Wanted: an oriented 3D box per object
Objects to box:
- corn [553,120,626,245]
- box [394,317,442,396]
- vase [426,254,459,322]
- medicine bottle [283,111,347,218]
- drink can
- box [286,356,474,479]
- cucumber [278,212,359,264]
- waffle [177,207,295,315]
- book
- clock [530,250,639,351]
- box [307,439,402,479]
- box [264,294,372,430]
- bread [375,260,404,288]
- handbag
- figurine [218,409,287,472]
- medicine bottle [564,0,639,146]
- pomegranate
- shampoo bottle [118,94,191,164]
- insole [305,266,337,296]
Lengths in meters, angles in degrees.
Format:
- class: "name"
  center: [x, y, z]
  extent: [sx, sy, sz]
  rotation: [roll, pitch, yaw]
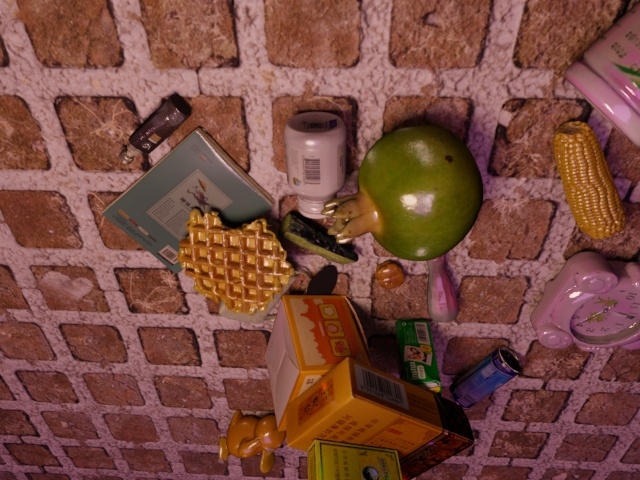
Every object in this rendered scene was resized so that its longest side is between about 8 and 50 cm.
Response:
- class: "corn"
  center: [0.596, -0.126, 1.048]
  extent: [0.106, 0.106, 0.305]
  rotation: [-26, 119, 21]
- class: "box"
  center: [0.276, 0.364, 1.343]
  extent: [0.102, 0.250, 0.180]
  rotation: [-4, 128, 5]
- class: "vase"
  center: [0.320, 0.116, 1.265]
  extent: [0.086, 0.086, 0.214]
  rotation: [-10, 121, 11]
- class: "medicine bottle"
  center: [-0.009, -0.161, 1.040]
  extent: [0.134, 0.135, 0.216]
  rotation: [1, 127, 3]
- class: "drink can"
  center: [0.517, 0.435, 1.479]
  extent: [0.097, 0.097, 0.235]
  rotation: [27, 123, -16]
- class: "box"
  center: [0.151, 0.468, 1.185]
  extent: [0.415, 0.116, 0.264]
  rotation: [28, 121, -25]
- class: "cucumber"
  center: [0.000, -0.002, 1.212]
  extent: [0.211, 0.062, 0.078]
  rotation: [24, 159, -21]
- class: "waffle"
  center: [-0.216, 0.052, 1.170]
  extent: [0.300, 0.058, 0.282]
  rotation: [28, 116, 3]
- class: "book"
  center: [-0.338, -0.082, 1.186]
  extent: [0.379, 0.031, 0.264]
  rotation: [-31, 120, 24]
- class: "clock"
  center: [0.768, 0.178, 1.259]
  extent: [0.321, 0.113, 0.296]
  rotation: [10, 126, -5]
- class: "box"
  center: [0.082, 0.552, 1.083]
  extent: [0.219, 0.141, 0.064]
  rotation: [17, 127, -16]
- class: "box"
  center: [-0.017, 0.341, 1.320]
  extent: [0.213, 0.260, 0.284]
  rotation: [1, 130, -21]
- class: "bread"
  center: [0.188, 0.092, 1.273]
  extent: [0.080, 0.046, 0.083]
  rotation: [0, 126, 1]
- class: "handbag"
  center: [-0.152, 0.143, 1.322]
  extent: [0.219, 0.079, 0.256]
  rotation: [20, 127, -27]
- class: "figurine"
  center: [-0.236, 0.711, 1.689]
  extent: [0.228, 0.215, 0.215]
  rotation: [11, 131, 25]
- class: "medicine bottle"
  center: [0.629, -0.345, 0.813]
  extent: [0.212, 0.212, 0.325]
  rotation: [33, 123, -19]
- class: "pomegranate"
  center: [0.191, -0.070, 1.003]
  extent: [0.358, 0.216, 0.310]
  rotation: [-23, 137, -14]
- class: "shampoo bottle"
  center: [-0.379, -0.243, 1.053]
  extent: [0.207, 0.064, 0.057]
  rotation: [-32, 129, 23]
- class: "insole"
  center: [-0.009, 0.168, 1.353]
  extent: [0.086, 0.005, 0.253]
  rotation: [0, 130, -21]
